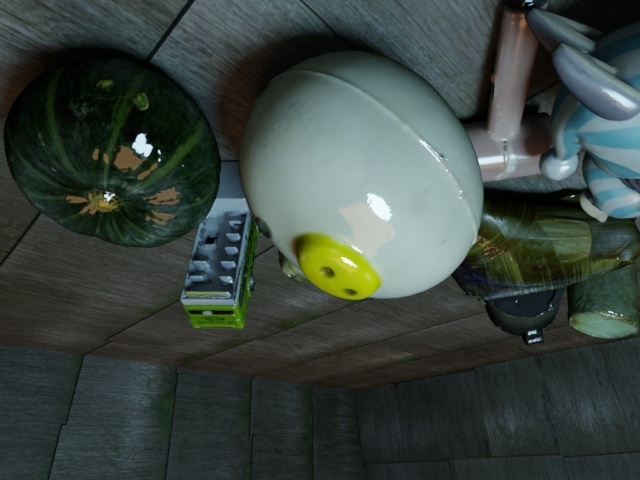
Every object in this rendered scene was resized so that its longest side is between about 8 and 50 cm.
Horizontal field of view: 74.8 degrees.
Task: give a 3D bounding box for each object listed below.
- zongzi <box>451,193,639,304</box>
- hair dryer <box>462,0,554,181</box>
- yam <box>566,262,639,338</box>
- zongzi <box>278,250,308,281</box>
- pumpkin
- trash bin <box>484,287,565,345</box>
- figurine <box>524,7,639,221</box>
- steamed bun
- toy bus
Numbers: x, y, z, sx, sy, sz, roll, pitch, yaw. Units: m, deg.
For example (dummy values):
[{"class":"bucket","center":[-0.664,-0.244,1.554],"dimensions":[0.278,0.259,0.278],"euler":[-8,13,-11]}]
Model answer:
[{"class":"zongzi","center":[0.447,-0.035,0.858],"dimensions":[0.403,0.208,0.432],"euler":[-13,147,20]},{"class":"hair dryer","center":[0.266,-0.225,0.628],"dimensions":[0.189,0.107,0.344],"euler":[-6,142,10]},{"class":"yam","center":[0.738,0.108,1.103],"dimensions":[0.161,0.268,0.161],"euler":[12,157,5]},{"class":"zongzi","center":[0.000,0.000,0.858],"dimensions":[0.115,0.228,0.256],"euler":[-25,147,22]},{"class":"pumpkin","center":[-0.294,-0.126,0.630],"dimensions":[0.300,0.207,0.300],"euler":[5,140,4]},{"class":"trash bin","center":[0.558,0.147,1.164],"dimensions":[0.203,0.252,0.301],"euler":[-16,154,19]},{"class":"figurine","center":[0.413,-0.188,0.543],"dimensions":[0.377,0.266,0.361],"euler":[37,175,-7]},{"class":"steamed bun","center":[0.059,-0.082,0.608],"dimensions":[0.334,0.334,0.374],"euler":[-21,130,29]},{"class":"toy bus","center":[-0.172,0.001,0.770],"dimensions":[0.113,0.302,0.139],"euler":[-1,145,3]}]
